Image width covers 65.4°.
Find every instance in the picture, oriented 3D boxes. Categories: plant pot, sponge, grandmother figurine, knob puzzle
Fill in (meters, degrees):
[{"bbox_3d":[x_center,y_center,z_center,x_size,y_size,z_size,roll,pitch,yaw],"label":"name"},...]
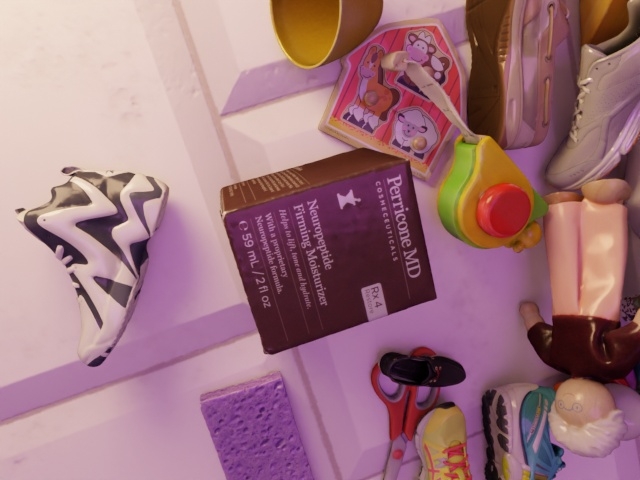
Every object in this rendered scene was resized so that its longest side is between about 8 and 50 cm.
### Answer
[{"bbox_3d":[0.017,-0.275,0.580,0.095,0.134,0.134,-21,105,-33],"label":"plant pot"},{"bbox_3d":[-0.084,0.297,0.708,0.117,0.031,0.210,-17,103,-7],"label":"sponge"},{"bbox_3d":[0.346,0.104,0.662,0.103,0.208,0.343,8,78,-15],"label":"grandmother figurine"},{"bbox_3d":[0.114,-0.199,0.653,0.212,0.030,0.213,-2,101,-10],"label":"knob puzzle"}]

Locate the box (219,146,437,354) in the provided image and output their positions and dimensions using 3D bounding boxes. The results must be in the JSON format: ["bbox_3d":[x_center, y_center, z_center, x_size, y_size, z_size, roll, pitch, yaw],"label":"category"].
[{"bbox_3d":[0.000,0.000,0.593,0.203,0.167,0.169,-17,107,-7],"label":"box"}]

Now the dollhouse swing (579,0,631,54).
[{"bbox_3d":[0.507,-0.443,0.584,0.346,0.315,0.305,-4,73,8],"label":"dollhouse swing"}]

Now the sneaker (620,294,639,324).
[{"bbox_3d":[0.492,0.082,0.653,0.181,0.158,0.410,-15,136,31],"label":"sneaker"}]

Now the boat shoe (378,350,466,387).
[{"bbox_3d":[0.149,0.188,0.708,0.132,0.042,0.049,12,95,-13],"label":"boat shoe"}]

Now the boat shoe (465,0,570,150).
[{"bbox_3d":[0.253,-0.267,0.631,0.098,0.109,0.303,-8,108,-15],"label":"boat shoe"}]

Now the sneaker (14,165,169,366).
[{"bbox_3d":[-0.286,0.021,0.587,0.152,0.094,0.235,18,97,-12],"label":"sneaker"}]

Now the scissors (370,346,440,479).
[{"bbox_3d":[0.129,0.305,0.754,0.108,0.021,0.298,-3,99,-12],"label":"scissors"}]

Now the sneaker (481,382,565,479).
[{"bbox_3d":[0.316,0.347,0.750,0.109,0.107,0.276,-6,102,-5],"label":"sneaker"}]

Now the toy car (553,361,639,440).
[{"bbox_3d":[0.439,0.218,0.748,0.181,0.159,0.136,-17,67,-7],"label":"toy car"}]

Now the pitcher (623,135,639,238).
[{"bbox_3d":[0.477,-0.075,0.671,0.125,0.178,0.207,-19,107,27],"label":"pitcher"}]

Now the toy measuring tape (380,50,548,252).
[{"bbox_3d":[0.170,-0.084,0.633,0.330,0.121,0.121,39,91,-22],"label":"toy measuring tape"}]

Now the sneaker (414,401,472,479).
[{"bbox_3d":[0.193,0.339,0.729,0.081,0.094,0.209,-6,104,-23],"label":"sneaker"}]

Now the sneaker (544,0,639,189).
[{"bbox_3d":[0.360,-0.188,0.640,0.120,0.099,0.263,23,122,-10],"label":"sneaker"}]
